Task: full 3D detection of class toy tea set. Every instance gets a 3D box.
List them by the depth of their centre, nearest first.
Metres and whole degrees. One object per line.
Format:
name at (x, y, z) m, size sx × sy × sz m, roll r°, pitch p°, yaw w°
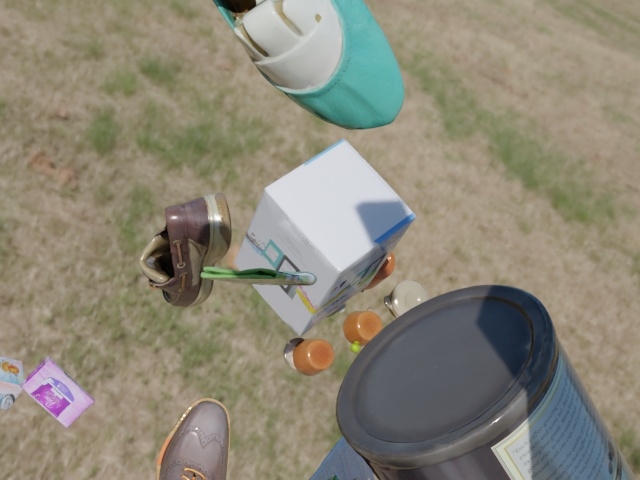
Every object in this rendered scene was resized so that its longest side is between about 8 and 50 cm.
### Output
toy tea set at (0.049, 0.139, 1.997) m, size 0.336 × 0.124 × 0.200 m, roll -29°, pitch 91°, yaw -27°

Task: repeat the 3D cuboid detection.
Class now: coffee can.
coffee can at (0.168, 0.207, 0.884) m, size 0.275 × 0.201 × 0.201 m, roll 56°, pitch 10°, yaw -25°

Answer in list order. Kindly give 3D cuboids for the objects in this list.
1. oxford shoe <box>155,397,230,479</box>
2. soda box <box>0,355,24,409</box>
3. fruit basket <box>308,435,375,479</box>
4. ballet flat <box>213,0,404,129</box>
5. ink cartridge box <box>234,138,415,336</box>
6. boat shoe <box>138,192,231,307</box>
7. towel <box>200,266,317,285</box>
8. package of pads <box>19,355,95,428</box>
oxford shoe at (-0.220, 0.437, 1.671) m, size 0.130 × 0.133 × 0.363 m, roll 21°, pitch 64°, yaw -15°
soda box at (-0.557, 0.206, 1.520) m, size 0.183 × 0.063 × 0.058 m, roll 22°, pitch 30°, yaw -35°
fruit basket at (0.032, 0.522, 1.718) m, size 0.165 × 0.327 × 0.353 m, roll -8°, pitch 14°, yaw 19°
ballet flat at (-0.041, -0.160, 0.594) m, size 0.247 × 0.083 × 0.087 m, roll 55°, pitch 28°, yaw -10°
ink cartridge box at (0.000, 0.000, 1.770) m, size 0.198 × 0.270 × 0.197 m, roll -35°, pitch 76°, yaw -31°
boat shoe at (-0.239, 0.024, 1.610) m, size 0.123 × 0.342 × 0.123 m, roll -6°, pitch 72°, yaw -21°
towel at (-0.080, 0.045, 1.320) m, size 0.113 × 0.023 × 0.152 m, roll -1°, pitch -6°, yaw 19°
package of pads at (-0.327, 0.190, 1.224) m, size 0.083 × 0.050 × 0.032 m, roll 47°, pitch -8°, yaw -17°
